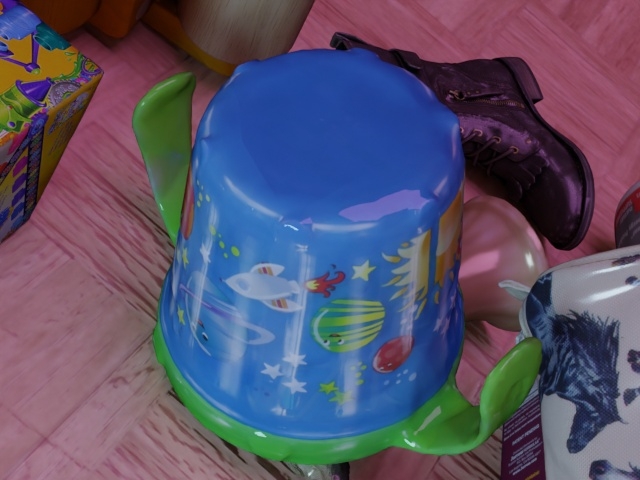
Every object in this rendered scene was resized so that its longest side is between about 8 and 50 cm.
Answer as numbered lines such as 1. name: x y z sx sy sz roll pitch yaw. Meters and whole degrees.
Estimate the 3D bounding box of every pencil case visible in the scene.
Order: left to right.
1. pencil case: 0.219 0.212 0.716 0.160 0.183 0.410 19 67 -46

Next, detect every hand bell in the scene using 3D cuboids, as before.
1. hand bell: 0.059 0.052 0.887 0.242 0.126 0.126 -18 67 -29

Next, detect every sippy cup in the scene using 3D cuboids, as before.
1. sippy cup: 0.000 0.000 0.733 0.305 0.224 0.240 10 51 2

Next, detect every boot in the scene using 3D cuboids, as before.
1. boot: 0.130 -0.097 1.063 0.229 0.091 0.263 -1 53 -28

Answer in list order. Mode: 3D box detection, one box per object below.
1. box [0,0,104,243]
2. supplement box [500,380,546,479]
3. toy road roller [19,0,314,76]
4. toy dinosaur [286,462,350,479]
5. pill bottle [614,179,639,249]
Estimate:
1. box: -0.347 -0.081 0.648 0.290 0.177 0.279 40 44 -1
2. supplement box: 0.213 0.179 0.887 0.104 0.081 0.188 25 46 -15
3. toy road roller: -0.174 -0.250 0.894 0.329 0.202 0.240 34 56 0
4. toy dinosaur: 0.011 0.241 0.720 0.118 0.064 0.268 -4 62 -44
5. pill bottle: 0.370 0.074 1.019 0.161 0.161 0.283 24 46 -16
